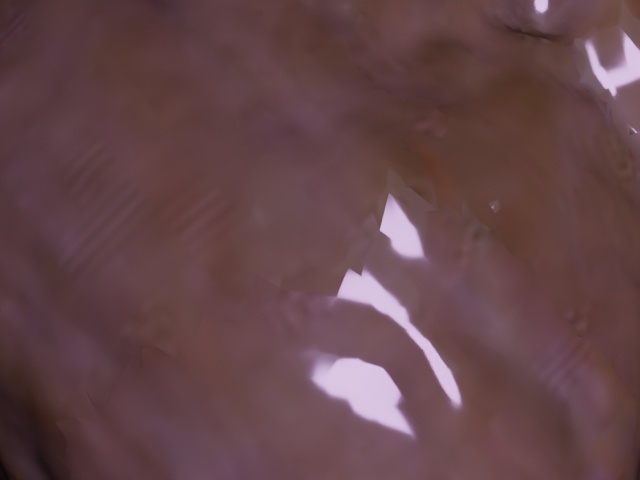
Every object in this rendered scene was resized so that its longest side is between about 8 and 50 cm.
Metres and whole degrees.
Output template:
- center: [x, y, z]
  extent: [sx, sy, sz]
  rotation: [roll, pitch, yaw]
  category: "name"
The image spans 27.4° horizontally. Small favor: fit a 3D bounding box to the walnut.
- center: [0.000, 0.000, 0.569]
  extent: [0.381, 0.381, 0.381]
  rotation: [11, 59, -19]
  category: "walnut"
